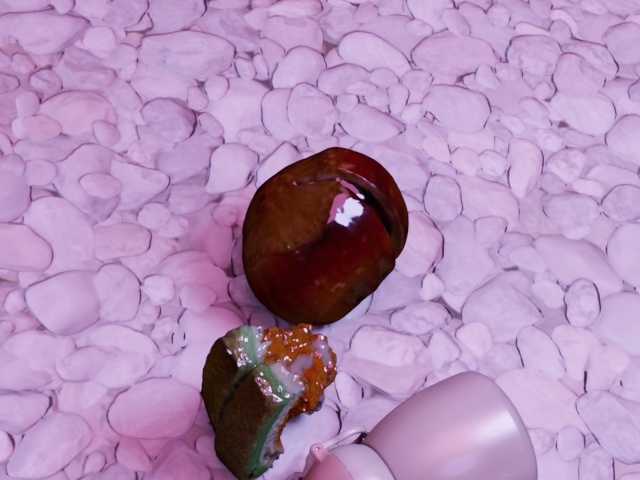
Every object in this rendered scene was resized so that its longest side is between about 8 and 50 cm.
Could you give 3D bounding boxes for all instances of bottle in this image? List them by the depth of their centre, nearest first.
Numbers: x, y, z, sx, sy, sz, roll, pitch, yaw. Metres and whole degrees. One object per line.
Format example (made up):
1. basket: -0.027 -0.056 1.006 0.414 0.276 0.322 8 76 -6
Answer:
1. bottle: 0.084 0.238 1.561 0.236 0.147 0.147 -23 59 -20

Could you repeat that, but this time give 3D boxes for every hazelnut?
1. hazelnut: 0.000 0.000 1.731 0.178 0.178 0.204 22 54 5

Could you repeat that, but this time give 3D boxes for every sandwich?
1. sandwich: -0.041 0.146 1.577 0.160 0.185 0.109 -26 69 -27

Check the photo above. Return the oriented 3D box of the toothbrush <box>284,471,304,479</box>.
1. toothbrush: -0.097 0.371 1.468 0.042 0.040 0.418 24 49 9
